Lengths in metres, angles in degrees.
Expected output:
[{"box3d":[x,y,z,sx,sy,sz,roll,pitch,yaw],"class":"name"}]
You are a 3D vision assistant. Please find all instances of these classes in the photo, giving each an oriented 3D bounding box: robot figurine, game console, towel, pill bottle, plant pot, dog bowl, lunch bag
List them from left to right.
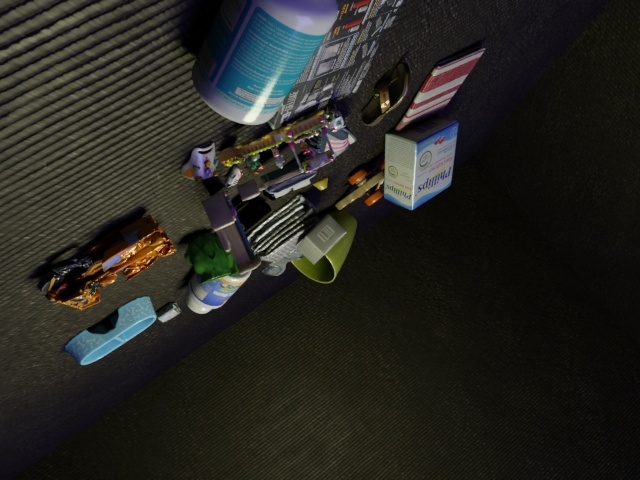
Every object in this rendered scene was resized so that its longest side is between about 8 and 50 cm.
[{"box3d":[-0.484,0.059,1.118,0.291,0.085,0.211,-35,169,-11],"class":"robot figurine"},{"box3d":[-0.671,0.296,1.595,0.297,0.074,0.166,-35,170,-17],"class":"dog bowl"},{"box3d":[-0.581,0.274,1.873,0.071,0.053,0.083,-34,180,-2],"class":"lunch bag"},{"box3d":[-0.369,0.146,1.722,0.152,0.152,0.272,-25,164,-51],"class":"pill bottle"},{"box3d":[-0.073,-0.304,0.701,0.146,0.146,0.264,-26,166,-47],"class":"pill bottle"},{"box3d":[-0.150,-0.145,1.465,0.361,0.044,0.213,-39,170,8],"class":"game console"},{"box3d":[-0.127,-0.032,1.841,0.284,0.121,0.235,-38,171,2],"class":"towel"},{"box3d":[0.032,-0.005,2.225,0.293,0.275,0.275,-49,178,-31],"class":"plant pot"},{"box3d":[0.404,-0.521,1.691,0.237,0.037,0.329,-30,166,-25],"class":"towel"}]

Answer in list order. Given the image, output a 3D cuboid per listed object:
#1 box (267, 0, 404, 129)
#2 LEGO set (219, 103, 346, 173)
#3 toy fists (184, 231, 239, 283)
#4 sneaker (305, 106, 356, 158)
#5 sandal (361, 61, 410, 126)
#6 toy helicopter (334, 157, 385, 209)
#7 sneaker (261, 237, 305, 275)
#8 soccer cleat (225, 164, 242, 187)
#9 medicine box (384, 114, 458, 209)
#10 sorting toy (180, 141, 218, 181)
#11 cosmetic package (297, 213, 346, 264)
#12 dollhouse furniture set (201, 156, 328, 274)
[{"box3d":[0.016,-0.367,0.924,0.242,0.076,0.307,-32,169,-27],"class":"box"},{"box3d":[-0.075,-0.190,1.055,0.287,0.107,0.132,-22,-163,2],"class":"LEGO set"},{"box3d":[-0.312,0.045,1.506,0.096,0.142,0.279,-23,175,21],"class":"toy fists"},{"box3d":[0.006,-0.264,1.261,0.131,0.112,0.319,-42,168,10],"class":"sneaker"},{"box3d":[0.171,-0.400,1.360,0.060,0.090,0.219,-2,157,-35],"class":"sandal"},{"box3d":[0.177,-0.224,2.108,0.235,0.140,0.355,-41,-175,-33],"class":"toy helicopter"},{"box3d":[-0.152,0.035,2.060,0.111,0.129,0.297,23,137,-38],"class":"sneaker"},{"box3d":[-0.217,-0.158,1.218,0.035,0.029,0.083,-37,176,-26],"class":"soccer cleat"},{"box3d":[0.388,-0.310,1.905,0.263,0.149,0.289,-31,134,-32],"class":"medicine box"},{"box3d":[-0.249,-0.171,1.041,0.083,0.045,0.075,-29,148,-39],"class":"sorting toy"},{"box3d":[0.000,0.000,1.823,0.127,0.107,0.238,-46,177,-14],"class":"cosmetic package"},{"box3d":[-0.095,-0.070,1.186,0.303,0.198,0.286,-24,-170,-4],"class":"dollhouse furniture set"}]
